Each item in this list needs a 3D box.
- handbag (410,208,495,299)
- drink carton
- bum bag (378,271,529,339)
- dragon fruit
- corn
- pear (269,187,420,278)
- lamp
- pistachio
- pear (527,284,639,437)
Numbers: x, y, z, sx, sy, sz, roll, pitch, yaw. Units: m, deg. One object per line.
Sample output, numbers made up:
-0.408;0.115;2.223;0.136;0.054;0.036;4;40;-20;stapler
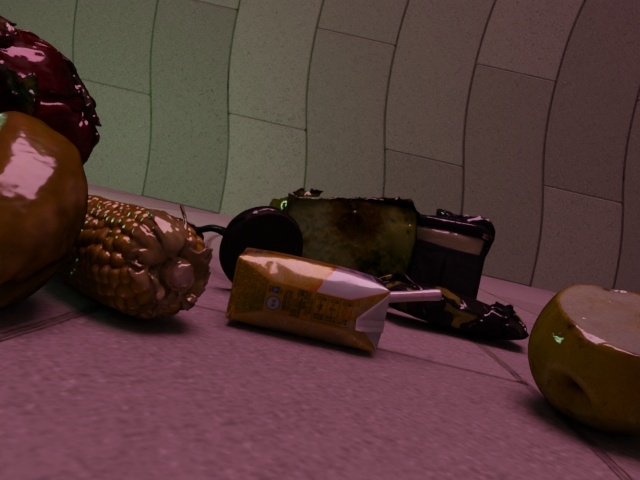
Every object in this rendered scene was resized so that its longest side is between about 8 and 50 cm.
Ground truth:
0.229;0.030;0.966;0.181;0.182;0.254;14;3;13;handbag
0.014;0.061;0.487;0.199;0.075;0.084;14;4;-2;drink carton
0.180;0.095;0.693;0.232;0.060;0.106;15;-6;-6;bum bag
-0.525;-0.194;0.784;0.328;0.330;0.329;13;3;-1;dragon fruit
-0.203;0.003;0.462;0.260;0.091;0.091;15;45;39;corn
0.000;0.000;0.846;0.238;0.164;0.255;0;4;-28;pear
-0.175;0.009;0.748;0.371;0.109;0.130;5;-34;47;lamp
-0.223;-0.025;0.364;0.100;0.110;0.189;48;14;-39;pistachio
0.242;0.106;0.411;0.140;0.104;0.141;2;25;-1;pear
